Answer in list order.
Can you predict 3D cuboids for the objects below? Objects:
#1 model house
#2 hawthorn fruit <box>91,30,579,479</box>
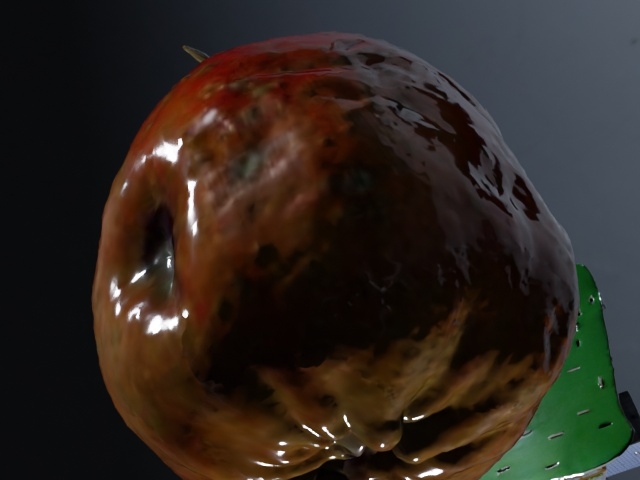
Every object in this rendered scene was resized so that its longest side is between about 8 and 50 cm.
[{"bbox_3d":[0.148,0.112,1.239,0.117,0.167,0.088,-24,132,13],"label":"model house"},{"bbox_3d":[0.007,0.019,1.005,0.258,0.262,0.258,10,133,11],"label":"hawthorn fruit"}]
